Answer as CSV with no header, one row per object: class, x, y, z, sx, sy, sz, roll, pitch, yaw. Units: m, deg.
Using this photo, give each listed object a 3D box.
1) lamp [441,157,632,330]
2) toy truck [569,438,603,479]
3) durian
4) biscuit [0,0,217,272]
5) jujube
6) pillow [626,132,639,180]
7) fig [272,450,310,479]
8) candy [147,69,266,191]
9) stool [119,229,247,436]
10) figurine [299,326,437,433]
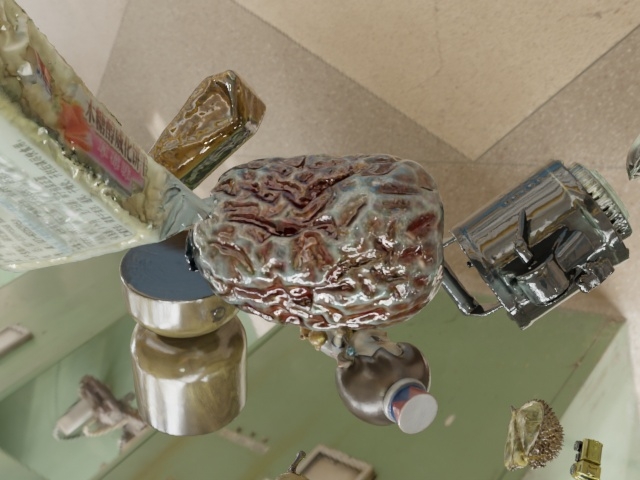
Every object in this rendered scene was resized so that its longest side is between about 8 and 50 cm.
lamp,0.357,0.000,1.178,0.205,0.272,0.374,53,171,-6
toy truck,0.530,0.439,1.427,0.049,0.083,0.054,19,150,3
durian,0.316,0.291,1.066,0.071,0.140,0.110,36,104,-9
biscuit,-0.200,-0.064,0.441,0.186,0.079,0.309,-13,150,12
jujube,0.000,0.000,0.892,0.317,0.226,0.226,-1,122,18
pillow,0.510,-0.152,1.099,0.055,0.091,0.135,35,101,46
fig,-0.054,0.535,1.477,0.170,0.274,0.145,-11,120,6
candy,-0.202,-0.150,1.152,0.271,0.143,0.101,-45,74,9
stool,-0.198,0.140,1.085,0.179,0.179,0.264,26,130,30
figurine,0.087,0.187,1.127,0.158,0.161,0.275,-45,53,15
